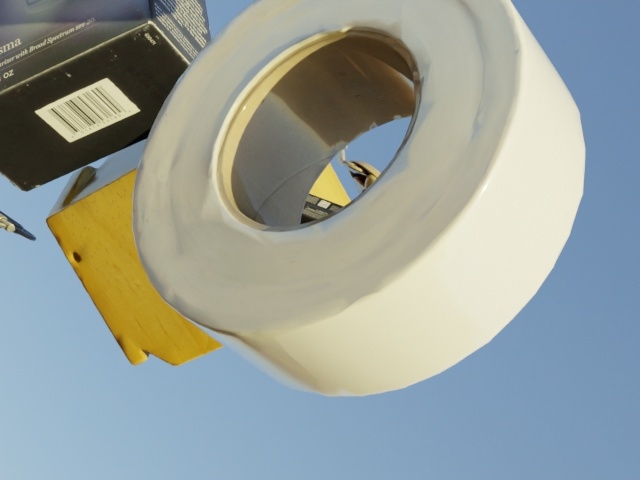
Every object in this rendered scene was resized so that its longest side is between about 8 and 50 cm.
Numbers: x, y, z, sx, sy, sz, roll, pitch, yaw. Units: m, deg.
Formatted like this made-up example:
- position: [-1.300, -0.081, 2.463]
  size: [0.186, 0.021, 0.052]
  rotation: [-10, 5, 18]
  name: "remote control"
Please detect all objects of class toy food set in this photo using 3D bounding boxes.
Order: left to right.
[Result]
- position: [0.078, -0.071, 1.837]
  size: [0.192, 0.038, 0.132]
  rotation: [43, -12, 13]
  name: "toy food set"

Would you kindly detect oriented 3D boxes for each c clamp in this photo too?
- position: [-0.449, -0.042, 1.644]
  size: [0.161, 0.022, 0.137]
  rotation: [29, -2, 38]
  name: "c clamp"

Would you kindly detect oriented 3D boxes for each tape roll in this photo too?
- position: [0.020, -0.049, 0.780]
  size: [0.286, 0.286, 0.100]
  rotation: [14, -20, 42]
  name: "tape roll"

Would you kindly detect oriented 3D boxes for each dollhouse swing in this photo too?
- position: [-0.116, -0.066, 1.584]
  size: [0.347, 0.305, 0.315]
  rotation: [-25, -82, 32]
  name: "dollhouse swing"

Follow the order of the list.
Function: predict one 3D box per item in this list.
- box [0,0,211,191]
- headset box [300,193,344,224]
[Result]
- position: [-0.303, -0.267, 1.498]
  size: [0.296, 0.294, 0.183]
  rotation: [-22, -35, 15]
  name: "box"
- position: [0.000, 0.000, 1.178]
  size: [0.062, 0.032, 0.083]
  rotation: [22, -43, 21]
  name: "headset box"
